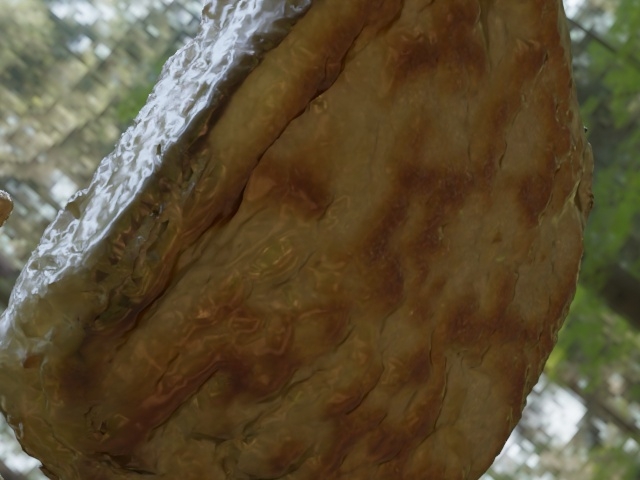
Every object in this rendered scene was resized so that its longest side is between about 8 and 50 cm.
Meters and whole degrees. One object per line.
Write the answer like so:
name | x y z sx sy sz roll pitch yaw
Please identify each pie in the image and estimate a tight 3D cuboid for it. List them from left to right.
pie | 0.000 0.000 0.474 0.205 0.084 0.179 -58 -41 -11

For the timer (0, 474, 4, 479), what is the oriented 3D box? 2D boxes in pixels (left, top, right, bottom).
timer | -0.356 0.270 1.167 0.376 0.376 0.387 -43 -8 -19

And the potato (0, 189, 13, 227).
potato | -0.367 -0.032 1.774 0.083 0.062 0.068 -31 6 2
